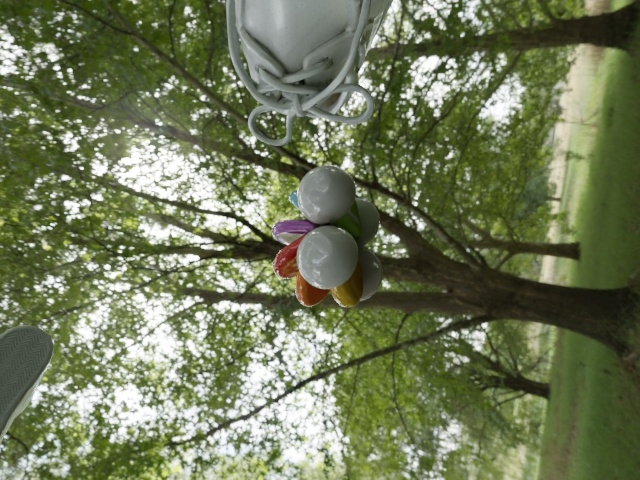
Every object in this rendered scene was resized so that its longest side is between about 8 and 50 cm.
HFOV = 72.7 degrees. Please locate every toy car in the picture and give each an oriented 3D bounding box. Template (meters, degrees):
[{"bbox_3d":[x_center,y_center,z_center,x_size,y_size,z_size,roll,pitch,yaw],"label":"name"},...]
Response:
[{"bbox_3d":[0.000,0.000,0.576,0.159,0.136,0.182,35,-130,-60],"label":"toy car"}]

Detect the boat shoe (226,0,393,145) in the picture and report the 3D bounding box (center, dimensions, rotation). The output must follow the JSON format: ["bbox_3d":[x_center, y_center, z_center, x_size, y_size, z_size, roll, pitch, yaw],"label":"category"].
[{"bbox_3d":[-0.016,-0.161,0.382,0.367,0.136,0.156,-88,7,-82],"label":"boat shoe"}]

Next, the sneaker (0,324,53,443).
[{"bbox_3d":[-0.481,0.269,0.589,0.108,0.169,0.292,36,-133,-12],"label":"sneaker"}]
